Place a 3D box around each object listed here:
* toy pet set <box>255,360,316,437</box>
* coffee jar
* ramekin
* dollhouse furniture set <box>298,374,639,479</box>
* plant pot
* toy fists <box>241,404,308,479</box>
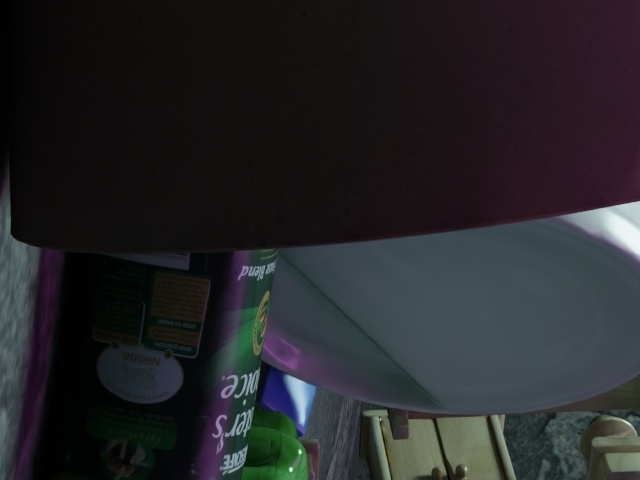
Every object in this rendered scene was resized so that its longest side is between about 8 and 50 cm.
[{"bbox_3d":[-0.031,0.068,1.287,0.122,0.065,0.114,92,9,-52],"label":"toy pet set"},{"bbox_3d":[-0.065,0.053,0.828,0.096,0.079,0.184,-43,143,-81],"label":"coffee jar"},{"bbox_3d":[0.073,-0.009,1.178,0.273,0.273,0.127,90,5,-60],"label":"ramekin"},{"bbox_3d":[0.084,0.062,1.432,0.174,0.303,0.355,-101,-168,-59],"label":"dollhouse furniture set"},{"bbox_3d":[0.014,-0.153,0.600,0.256,0.256,0.274,-55,138,-77],"label":"plant pot"},{"bbox_3d":[-0.065,0.185,1.012,0.279,0.096,0.142,-73,-179,-62],"label":"toy fists"}]
